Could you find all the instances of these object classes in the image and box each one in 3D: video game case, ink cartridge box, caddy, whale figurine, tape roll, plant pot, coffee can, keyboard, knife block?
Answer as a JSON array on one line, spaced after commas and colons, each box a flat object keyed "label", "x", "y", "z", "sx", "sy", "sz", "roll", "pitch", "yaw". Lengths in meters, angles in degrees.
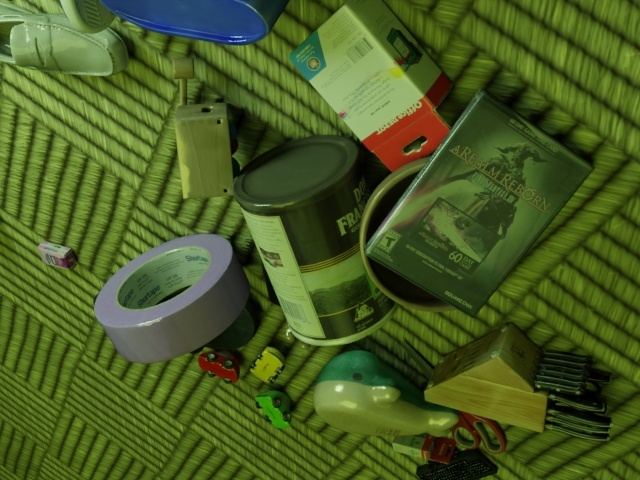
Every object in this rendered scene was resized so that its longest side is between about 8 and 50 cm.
[{"label": "video game case", "x": 0.216, "y": -0.043, "z": 1.112, "sx": 0.196, "sy": 0.026, "sz": 0.274, "roll": 30, "pitch": 109, "yaw": -15}, {"label": "ink cartridge box", "x": 0.206, "y": 0.398, "z": 1.595, "sx": 0.115, "sy": 0.063, "sz": 0.029, "roll": 8, "pitch": 132, "yaw": 26}, {"label": "caddy", "x": -0.168, "y": -0.406, "z": 1.062, "sx": 0.341, "sy": 0.179, "sz": 0.241, "roll": 15, "pitch": 155, "yaw": 21}, {"label": "whale figurine", "x": 0.125, "y": 0.291, "z": 1.517, "sx": 0.271, "sy": 0.141, "sz": 0.216, "roll": 11, "pitch": 151, "yaw": 4}, {"label": "ink cartridge box", "x": 0.085, "y": -0.220, "z": 1.128, "sx": 0.231, "sy": 0.078, "sz": 0.134, "roll": 47, "pitch": 136, "yaw": -12}, {"label": "tape roll", "x": -0.272, "y": 0.101, "z": 1.484, "sx": 0.274, "sy": 0.275, "sz": 0.090, "roll": -3, "pitch": 125, "yaw": 34}, {"label": "plant pot", "x": 0.171, "y": -0.023, "z": 1.191, "sx": 0.237, "sy": 0.110, "sz": 0.238, "roll": -1, "pitch": 114, "yaw": -3}, {"label": "coffee can", "x": 0.000, "y": 0.000, "z": 1.282, "sx": 0.201, "sy": 0.201, "sz": 0.275, "roll": 2, "pitch": 128, "yaw": 31}, {"label": "keyboard", "x": 0.263, "y": 0.472, "z": 1.643, "sx": 0.100, "sy": 0.038, "sz": 0.192, "roll": 43, "pitch": 135, "yaw": -8}, {"label": "knife block", "x": 0.349, "y": 0.268, "z": 1.375, "sx": 0.242, "sy": 0.088, "sz": 0.275, "roll": 44, "pitch": 136, "yaw": -8}]

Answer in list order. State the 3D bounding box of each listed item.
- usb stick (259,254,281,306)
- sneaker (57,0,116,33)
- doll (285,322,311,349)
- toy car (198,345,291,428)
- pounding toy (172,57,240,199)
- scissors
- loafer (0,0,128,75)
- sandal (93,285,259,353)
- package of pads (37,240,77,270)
[{"label": "usb stick", "x": -0.080, "y": 0.012, "z": 1.456, "sx": 0.077, "sy": 0.045, "sz": 0.278, "roll": 16, "pitch": 134, "yaw": 29}, {"label": "sneaker", "x": -0.396, "y": -0.482, "z": 1.182, "sx": 0.148, "sy": 0.131, "sz": 0.350, "roll": 15, "pitch": 128, "yaw": 30}, {"label": "doll", "x": 0.009, "y": 0.148, "z": 1.510, "sx": 0.129, "sy": 0.046, "sz": 0.189, "roll": 32, "pitch": 138, "yaw": -24}, {"label": "toy car", "x": -0.126, "y": 0.311, "z": 1.736, "sx": 0.239, "sy": 0.053, "sz": 0.225, "roll": -10, "pitch": 121, "yaw": 38}, {"label": "pounding toy", "x": -0.183, "y": -0.192, "z": 1.300, "sx": 0.094, "sy": 0.181, "sz": 0.206, "roll": -5, "pitch": 109, "yaw": -5}, {"label": "scissors", "x": 0.255, "y": 0.293, "z": 1.510, "sx": 0.109, "sy": 0.021, "sz": 0.297, "roll": -9, "pitch": 120, "yaw": 40}, {"label": "loafer", "x": -0.471, "y": -0.328, "z": 1.358, "sx": 0.319, "sy": 0.111, "sz": 0.112, "roll": 14, "pitch": 133, "yaw": 22}, {"label": "sandal", "x": -0.319, "y": 0.181, "z": 1.703, "sx": 0.445, "sy": 0.107, "sz": 0.168, "roll": -3, "pitch": 124, "yaw": 34}, {"label": "package of pads", "x": -0.589, "y": 0.035, "z": 1.802, "sx": 0.083, "sy": 0.032, "sz": 0.050, "roll": 13, "pitch": 135, "yaw": 23}]
